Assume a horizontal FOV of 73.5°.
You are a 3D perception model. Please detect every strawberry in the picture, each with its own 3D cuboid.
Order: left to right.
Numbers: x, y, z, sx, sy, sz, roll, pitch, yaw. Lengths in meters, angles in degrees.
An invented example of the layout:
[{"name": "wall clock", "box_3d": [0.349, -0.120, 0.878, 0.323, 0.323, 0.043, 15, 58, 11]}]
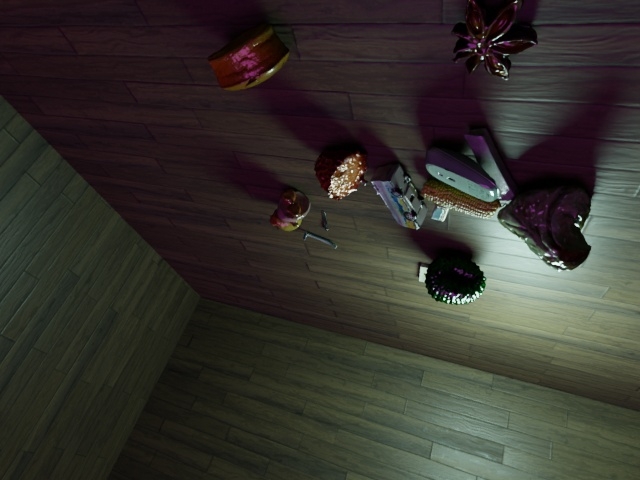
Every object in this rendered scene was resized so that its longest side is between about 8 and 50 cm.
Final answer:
[{"name": "strawberry", "box_3d": [0.068, -0.288, 1.708, 0.178, 0.234, 0.233, 40, 162, 29]}]

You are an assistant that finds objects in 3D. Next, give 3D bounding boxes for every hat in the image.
[{"name": "hat", "box_3d": [0.645, 0.217, 2.107, 0.274, 0.242, 0.332, 27, 167, 16]}]

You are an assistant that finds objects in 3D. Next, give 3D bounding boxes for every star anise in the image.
[{"name": "star anise", "box_3d": [0.436, -0.524, 1.082, 0.215, 0.098, 0.220, 6, 146, 0]}]

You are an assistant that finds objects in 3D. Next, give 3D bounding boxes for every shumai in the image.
[{"name": "shumai", "box_3d": [0.795, -0.015, 1.504, 0.304, 0.263, 0.309, -11, 147, 26]}]

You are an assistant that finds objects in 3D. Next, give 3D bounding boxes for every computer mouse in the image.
[{"name": "computer mouse", "box_3d": [0.493, -0.239, 1.477, 0.289, 0.097, 0.159, 31, 176, 26]}]

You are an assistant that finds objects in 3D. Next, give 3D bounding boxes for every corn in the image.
[{"name": "corn", "box_3d": [0.541, -0.155, 1.643, 0.311, 0.101, 0.101, 15, 151, 12]}]

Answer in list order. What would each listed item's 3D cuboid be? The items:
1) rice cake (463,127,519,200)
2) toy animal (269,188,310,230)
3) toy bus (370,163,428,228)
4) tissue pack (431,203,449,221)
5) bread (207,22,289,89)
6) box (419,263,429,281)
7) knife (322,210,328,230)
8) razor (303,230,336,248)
[{"name": "rice cake", "box_3d": [0.592, -0.257, 1.473, 0.073, 0.056, 0.365, 0, 146, 46]}, {"name": "toy animal", "box_3d": [-0.151, -0.137, 2.107, 0.169, 0.195, 0.281, -11, 162, -29]}, {"name": "toy bus", "box_3d": [0.324, -0.180, 1.753, 0.138, 0.112, 0.317, 9, 150, 43]}, {"name": "tissue pack", "box_3d": [0.494, -0.134, 1.741, 0.059, 0.074, 0.094, 19, 149, 12]}, {"name": "bread", "box_3d": [-0.226, -0.570, 1.352, 0.270, 0.195, 0.142, -6, 132, 37]}, {"name": "box", "box_3d": [0.576, 0.181, 2.289, 0.090, 0.024, 0.166, 12, 151, 16]}, {"name": "knife", "box_3d": [0.023, -0.100, 2.195, 0.023, 0.010, 0.170, 13, 149, 17]}, {"name": "razor", "box_3d": [0.001, -0.003, 2.352, 0.191, 0.037, 0.068, 19, 148, 0]}]
